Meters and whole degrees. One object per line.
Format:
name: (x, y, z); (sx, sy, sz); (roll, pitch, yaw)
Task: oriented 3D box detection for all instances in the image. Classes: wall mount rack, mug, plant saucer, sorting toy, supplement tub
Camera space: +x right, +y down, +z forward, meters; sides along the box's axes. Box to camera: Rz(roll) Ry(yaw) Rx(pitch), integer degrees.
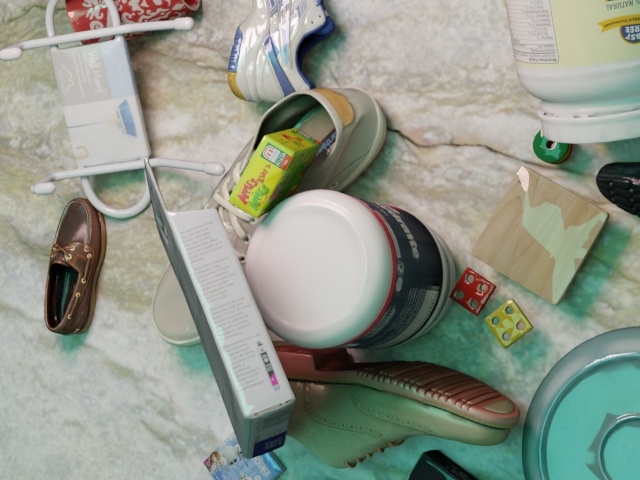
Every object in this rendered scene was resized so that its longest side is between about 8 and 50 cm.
wall mount rack: (-0.282, -0.190, 2.007); (0.304, 0.130, 0.350); (-7, 105, 15)
mug: (-0.274, -0.367, 2.081); (0.169, 0.113, 0.150); (-16, 80, 21)
plant saucer: (0.391, 0.262, 1.736); (0.318, 0.044, 0.317); (-2, 85, 26)
sorting toy: (0.277, 0.002, 1.810); (0.132, 0.046, 0.274); (32, 100, 25)
supplement tub: (0.331, -0.295, 1.663); (0.236, 0.235, 0.324); (-5, 107, 26)
supplement tub: (0.045, 0.042, 1.796); (0.191, 0.272, 0.191); (-2, 85, 26)

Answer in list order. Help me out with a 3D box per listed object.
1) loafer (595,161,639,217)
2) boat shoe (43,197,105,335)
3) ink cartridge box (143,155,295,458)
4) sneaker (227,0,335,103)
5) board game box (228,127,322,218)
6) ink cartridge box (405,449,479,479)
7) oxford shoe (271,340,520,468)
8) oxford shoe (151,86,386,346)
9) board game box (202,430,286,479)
loafer: (0.445, -0.062, 1.726); (0.223, 0.076, 0.078); (13, 56, 29)
boat shoe: (-0.367, 0.037, 2.113); (0.073, 0.073, 0.206); (0, 84, 27)
ink cartridge box: (-0.121, 0.085, 1.742); (0.072, 0.324, 0.330); (-19, 76, -8)
sneaker: (-0.036, -0.331, 1.977); (0.131, 0.112, 0.296); (11, 92, 9)
board game box: (-0.054, -0.086, 1.767); (0.043, 0.181, 0.092); (32, 102, 5)
ink cartridge box: (0.119, 0.471, 1.845); (0.176, 0.069, 0.370); (34, 103, 25)
oxford shoe: (0.074, 0.227, 1.854); (0.397, 0.140, 0.146); (9, 96, 36)
oxford shoe: (-0.095, -0.040, 1.945); (0.449, 0.130, 0.169); (-48, 61, 15)
board game box: (-0.106, 0.314, 1.989); (0.090, 0.020, 0.090); (-47, 68, 14)
